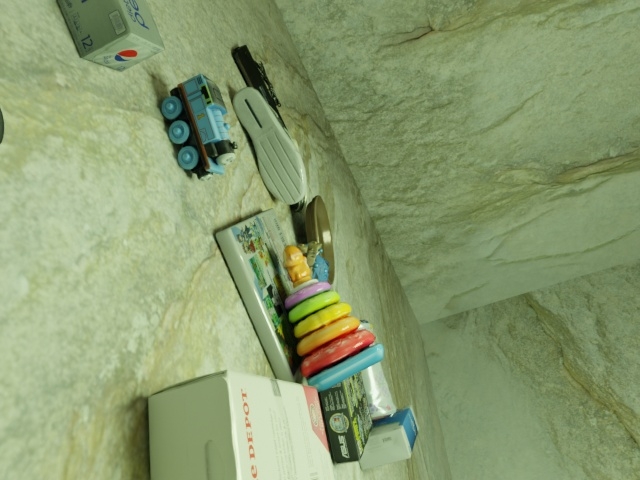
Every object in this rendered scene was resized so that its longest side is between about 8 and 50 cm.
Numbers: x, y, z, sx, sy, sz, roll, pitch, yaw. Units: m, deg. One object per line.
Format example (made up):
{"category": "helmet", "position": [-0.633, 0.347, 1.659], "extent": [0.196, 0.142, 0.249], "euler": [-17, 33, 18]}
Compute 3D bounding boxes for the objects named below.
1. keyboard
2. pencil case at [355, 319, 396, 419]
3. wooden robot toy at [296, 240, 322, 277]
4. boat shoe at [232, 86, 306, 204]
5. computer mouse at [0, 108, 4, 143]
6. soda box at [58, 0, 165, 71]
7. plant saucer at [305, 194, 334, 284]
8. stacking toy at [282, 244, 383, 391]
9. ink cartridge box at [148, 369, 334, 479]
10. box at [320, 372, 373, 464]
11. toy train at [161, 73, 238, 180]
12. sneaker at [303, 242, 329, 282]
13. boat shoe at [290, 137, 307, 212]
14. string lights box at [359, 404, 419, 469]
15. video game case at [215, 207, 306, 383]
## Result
{"category": "keyboard", "position": [-0.186, -0.480, 1.479], "extent": [0.201, 0.033, 0.317], "euler": [-73, 142, -57]}
{"category": "pencil case", "position": [0.126, 0.371, 1.290], "extent": [0.124, 0.114, 0.272], "euler": [11, 58, -48]}
{"category": "wooden robot toy", "position": [-0.042, 0.060, 1.099], "extent": [0.173, 0.076, 0.078], "euler": [-71, 174, -69]}
{"category": "boat shoe", "position": [-0.119, -0.261, 1.236], "extent": [0.334, 0.121, 0.119], "euler": [67, 18, -3]}
{"category": "computer mouse", "position": [-0.365, -0.144, 0.295], "extent": [0.262, 0.060, 0.183], "euler": [2, 72, -62]}
{"category": "soda box", "position": [-0.342, -0.411, 0.671], "extent": [0.098, 0.091, 0.286], "euler": [-37, 106, -76]}
{"category": "plant saucer", "position": [0.000, 0.000, 1.389], "extent": [0.278, 0.041, 0.277], "euler": [-9, 90, -80]}
{"category": "stacking toy", "position": [-0.009, 0.142, 0.936], "extent": [0.301, 0.166, 0.175], "euler": [63, -3, 14]}
{"category": "ink cartridge box", "position": [-0.086, 0.296, 0.593], "extent": [0.283, 0.117, 0.207], "euler": [44, 29, -59]}
{"category": "box", "position": [0.056, 0.358, 1.096], "extent": [0.216, 0.060, 0.269], "euler": [6, 71, -75]}
{"category": "toy train", "position": [-0.216, -0.204, 0.826], "extent": [0.080, 0.105, 0.184], "euler": [-1, 71, -75]}
{"category": "sneaker", "position": [-0.006, 0.091, 1.183], "extent": [0.069, 0.082, 0.209], "euler": [87, -15, -55]}
{"category": "boat shoe", "position": [-0.099, -0.194, 1.360], "extent": [0.079, 0.084, 0.232], "euler": [-10, 86, -37]}
{"category": "string lights box", "position": [0.190, 0.537, 1.257], "extent": [0.260, 0.134, 0.076], "euler": [20, 51, -71]}
{"category": "video game case", "position": [-0.097, 0.103, 0.994], "extent": [0.300, 0.036, 0.328], "euler": [-48, 117, -74]}
